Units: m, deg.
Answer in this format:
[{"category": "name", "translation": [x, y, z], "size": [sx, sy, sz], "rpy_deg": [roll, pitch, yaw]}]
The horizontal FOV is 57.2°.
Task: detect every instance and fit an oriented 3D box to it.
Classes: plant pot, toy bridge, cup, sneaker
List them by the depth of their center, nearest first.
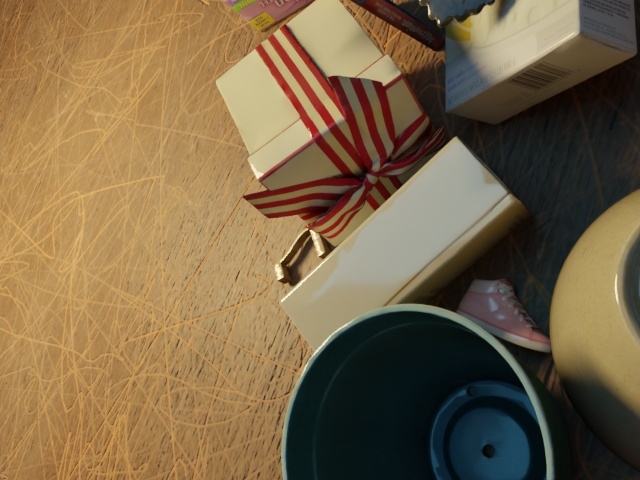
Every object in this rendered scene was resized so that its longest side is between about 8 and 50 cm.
[{"category": "cup", "translation": [0.359, 0.064, 0.517], "size": [0.331, 0.237, 0.331], "rpy_deg": [-11, 68, 27]}, {"category": "plant pot", "translation": [0.143, 0.223, 0.628], "size": [0.271, 0.255, 0.272], "rpy_deg": [-13, 68, 33]}, {"category": "sneaker", "translation": [0.238, 0.088, 0.736], "size": [0.134, 0.051, 0.070], "rpy_deg": [24, 94, 43]}, {"category": "toy bridge", "translation": [0.000, 0.000, 0.959], "size": [0.188, 0.026, 0.063], "rpy_deg": [-33, 56, 22]}]

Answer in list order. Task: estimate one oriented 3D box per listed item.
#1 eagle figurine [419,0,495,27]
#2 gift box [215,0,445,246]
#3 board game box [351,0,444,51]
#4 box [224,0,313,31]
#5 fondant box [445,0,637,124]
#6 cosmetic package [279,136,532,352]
[{"category": "eagle figurine", "translation": [0.163, -0.452, 0.732], "size": [0.225, 0.298, 0.226], "rpy_deg": [9, 39, 28]}, {"category": "gift box", "translation": [0.008, -0.161, 0.838], "size": [0.255, 0.276, 0.258], "rpy_deg": [-38, 55, 15]}, {"category": "board game box", "translation": [0.060, -0.372, 0.881], "size": [0.027, 0.281, 0.145], "rpy_deg": [-56, 50, 23]}, {"category": "box", "translation": [-0.078, -0.583, 1.162], "size": [0.213, 0.117, 0.243], "rpy_deg": [-18, 65, 31]}, {"category": "fondant box", "translation": [0.266, -0.348, 0.757], "size": [0.238, 0.096, 0.330], "rpy_deg": [158, 118, -64]}, {"category": "cosmetic package", "translation": [0.113, 0.023, 0.771], "size": [0.309, 0.160, 0.113], "rpy_deg": [-45, 69, 17]}]
